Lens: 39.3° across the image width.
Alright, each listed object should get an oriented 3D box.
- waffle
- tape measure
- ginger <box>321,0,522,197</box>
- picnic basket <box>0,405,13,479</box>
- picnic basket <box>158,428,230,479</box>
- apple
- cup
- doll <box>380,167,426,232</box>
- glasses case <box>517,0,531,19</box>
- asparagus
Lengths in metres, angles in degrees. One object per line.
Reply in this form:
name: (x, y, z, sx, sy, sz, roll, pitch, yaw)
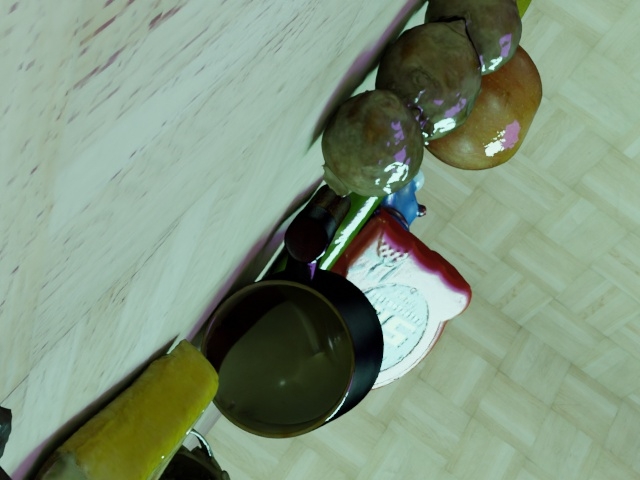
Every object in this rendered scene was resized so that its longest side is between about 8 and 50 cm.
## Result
waffle: (-0.175, 0.203, 0.631, 0.247, 0.055, 0.221, -55, 176, 15)
tape measure: (0.055, 0.079, 1.196, 0.260, 0.253, 0.114, -49, -142, 10)
ginger: (0.079, -0.117, 0.666, 0.204, 0.080, 0.104, -50, 170, -21)
picnic basket: (-0.159, 0.208, 0.268, 0.296, 0.129, 0.222, -56, 175, 24)
picnic basket: (-0.168, 0.277, 0.993, 0.128, 0.138, 0.178, -45, 136, -27)
apple: (0.228, -0.193, 1.284, 0.201, 0.162, 0.201, -53, 175, -7)
cup: (-0.035, 0.072, 0.873, 0.166, 0.239, 0.177, -12, 176, 8)
doll: (0.077, -0.013, 1.373, 0.215, 0.161, 0.256, 101, 6, -51)
glasses case: (0.145, -0.203, 0.830, 0.079, 0.064, 0.234, -51, 176, -15)
asparagus: (0.001, 0.001, 1.008, 0.277, 0.060, 0.067, -54, -173, 21)
